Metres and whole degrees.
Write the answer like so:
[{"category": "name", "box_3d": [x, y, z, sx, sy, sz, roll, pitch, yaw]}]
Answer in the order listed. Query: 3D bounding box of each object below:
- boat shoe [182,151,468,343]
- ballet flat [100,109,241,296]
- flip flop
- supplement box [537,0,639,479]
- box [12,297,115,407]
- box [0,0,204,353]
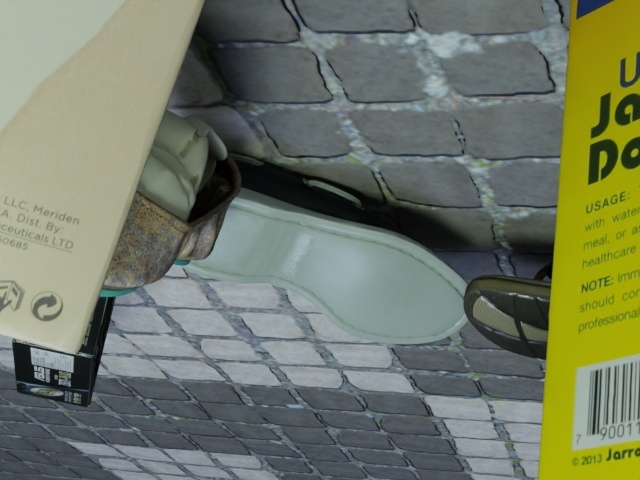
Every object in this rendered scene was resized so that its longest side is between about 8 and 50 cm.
[{"category": "boat shoe", "box_3d": [0.000, 0.000, 1.079, 0.302, 0.091, 0.114, 25, 119, -26]}, {"category": "ballet flat", "box_3d": [-0.115, -0.038, 0.822, 0.107, 0.106, 0.316, 36, -174, 1]}, {"category": "flip flop", "box_3d": [0.259, 0.043, 1.095, 0.277, 0.080, 0.112, -5, 149, -4]}, {"category": "supplement box", "box_3d": [0.254, 0.001, 0.650, 0.194, 0.357, 0.195, 23, 152, -31]}, {"category": "box", "box_3d": [-0.246, 0.066, 1.239, 0.077, 0.147, 0.180, 13, 156, -6]}, {"category": "box", "box_3d": [-0.118, -0.127, 0.557, 0.121, 0.311, 0.148, 18, -167, -18]}]
